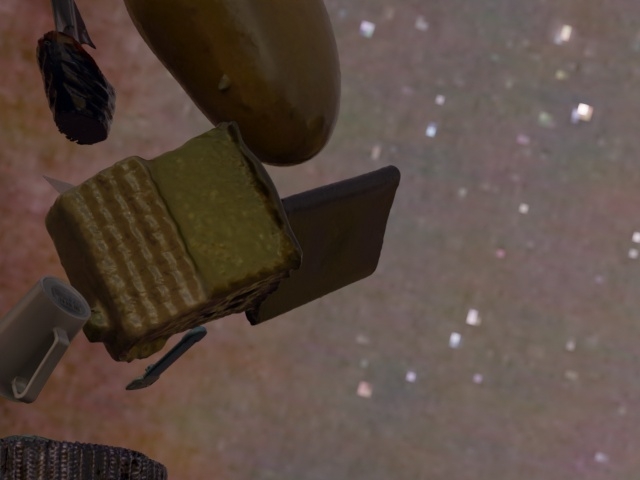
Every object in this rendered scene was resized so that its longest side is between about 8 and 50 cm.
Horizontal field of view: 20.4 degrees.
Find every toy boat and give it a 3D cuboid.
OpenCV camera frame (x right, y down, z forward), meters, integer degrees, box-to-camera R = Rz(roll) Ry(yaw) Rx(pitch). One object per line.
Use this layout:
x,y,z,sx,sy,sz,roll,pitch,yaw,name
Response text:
-0.307,-0.271,2.164,0.072,0.318,0.219,-9,6,5,toy boat

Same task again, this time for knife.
-0.122,0.094,1.423,0.027,0.010,0.096,-3,-30,-49,knife

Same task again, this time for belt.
-0.316,0.254,1.749,0.325,0.122,0.260,-7,-15,29,belt

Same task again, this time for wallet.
0.000,0.000,2.366,0.044,0.170,0.321,24,23,26,wallet

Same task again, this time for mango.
-0.106,-0.278,2.290,0.220,0.445,0.301,-39,-36,15,mango

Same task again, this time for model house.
-0.170,0.006,1.916,0.234,0.193,0.175,-21,-10,-36,model house

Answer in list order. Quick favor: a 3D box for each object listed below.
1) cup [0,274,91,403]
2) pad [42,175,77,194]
-0.276,0.104,1.716,0.074,0.116,0.104,31,21,-34,cup
-0.196,-0.029,2.132,0.265,0.009,0.159,18,6,-21,pad
